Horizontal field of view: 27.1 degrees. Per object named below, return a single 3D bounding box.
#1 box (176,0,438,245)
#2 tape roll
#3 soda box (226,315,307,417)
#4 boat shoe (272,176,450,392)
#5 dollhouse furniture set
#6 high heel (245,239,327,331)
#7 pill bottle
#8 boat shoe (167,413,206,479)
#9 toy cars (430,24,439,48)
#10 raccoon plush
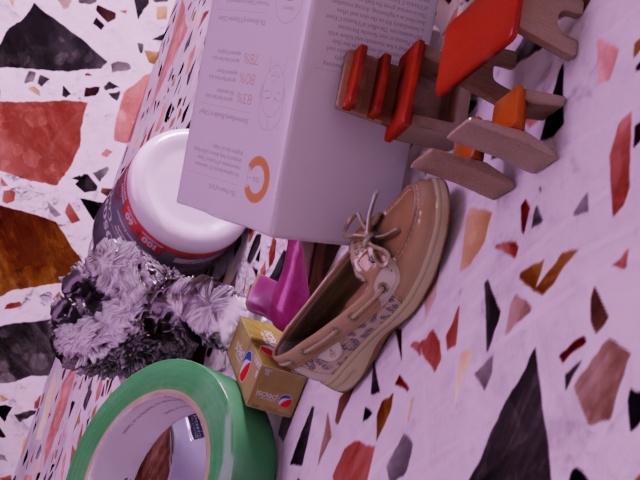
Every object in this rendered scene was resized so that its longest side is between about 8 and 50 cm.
[{"bbox_3d":[-0.014,-0.182,1.487,0.215,0.168,0.345,19,100,54],"label":"box"},{"bbox_3d":[-0.196,0.311,1.665,0.321,0.077,0.321,-25,50,34],"label":"tape roll"},{"bbox_3d":[-0.071,0.156,1.676,0.181,0.061,0.058,-128,57,-70],"label":"soda box"},{"bbox_3d":[0.044,0.047,1.381,0.104,0.089,0.285,-95,29,-54],"label":"boat shoe"},{"bbox_3d":[0.128,-0.178,1.272,0.259,0.135,0.262,143,142,-62],"label":"dollhouse furniture set"},{"bbox_3d":[0.000,0.000,1.644,0.117,0.082,0.244,20,76,42],"label":"high heel"},{"bbox_3d":[-0.262,-0.023,2.213,0.363,0.210,0.210,138,147,-59],"label":"pill bottle"},{"bbox_3d":[-0.159,0.298,1.795,0.258,0.095,0.084,-98,0,-45],"label":"boat shoe"},{"bbox_3d":[0.067,-0.353,1.619,0.176,0.087,0.393,141,132,-60],"label":"toy cars"},{"bbox_3d":[-0.205,0.172,2.012,0.446,0.299,0.216,22,78,41],"label":"raccoon plush"}]
